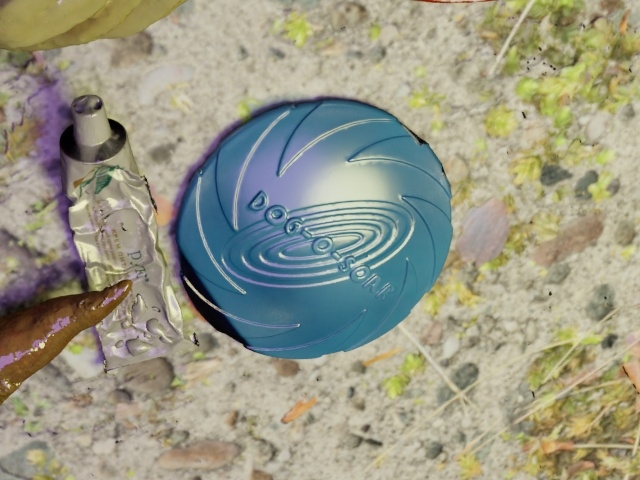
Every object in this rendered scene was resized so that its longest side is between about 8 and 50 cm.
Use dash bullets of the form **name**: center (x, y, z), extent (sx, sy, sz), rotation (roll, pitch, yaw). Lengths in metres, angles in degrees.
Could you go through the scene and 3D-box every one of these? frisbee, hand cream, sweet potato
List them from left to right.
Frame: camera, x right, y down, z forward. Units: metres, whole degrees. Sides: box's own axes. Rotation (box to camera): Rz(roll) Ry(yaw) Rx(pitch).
- **sweet potato**: center (-0.248, 0.087, 1.013), extent (0.226, 0.068, 0.068), rotation (-36, 119, 15)
- **hand cream**: center (-0.163, -0.004, 1.012), extent (0.084, 0.050, 0.257), rotation (-15, 127, -7)
- **frisbee**: center (0.000, 0.000, 1.060), extent (0.242, 0.045, 0.242), rotation (-5, 115, -11)

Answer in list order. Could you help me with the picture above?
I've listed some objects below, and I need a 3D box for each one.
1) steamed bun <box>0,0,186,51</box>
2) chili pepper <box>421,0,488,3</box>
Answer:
- **steamed bun**: center (-0.155, -0.290, 0.777), extent (0.372, 0.230, 0.325), rotation (-27, 116, 2)
- **chili pepper**: center (0.095, -0.220, 0.972), extent (0.169, 0.065, 0.088), rotation (12, 127, -25)
